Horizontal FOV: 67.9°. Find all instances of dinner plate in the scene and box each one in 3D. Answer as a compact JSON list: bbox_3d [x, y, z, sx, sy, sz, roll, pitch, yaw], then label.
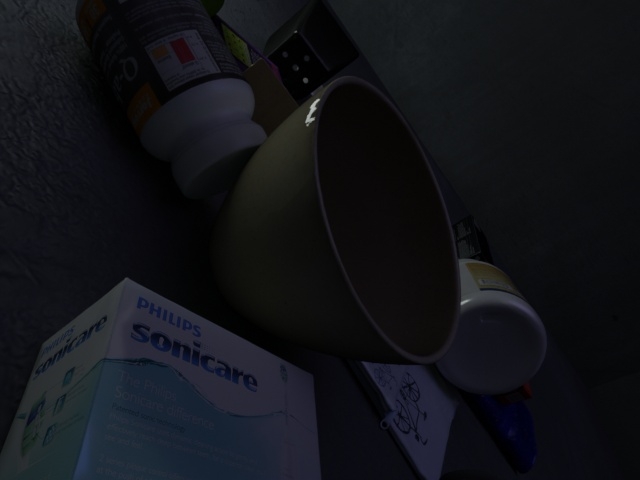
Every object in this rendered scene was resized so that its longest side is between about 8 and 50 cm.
[{"bbox_3d":[-0.020,-0.476,1.455,0.141,0.017,0.141,41,29,-29],"label":"dinner plate"}]

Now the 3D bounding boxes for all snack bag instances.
[{"bbox_3d":[0.157,0.244,0.896,0.342,0.037,0.323,59,24,2],"label":"snack bag"}]

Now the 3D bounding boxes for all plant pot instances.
[{"bbox_3d":[-0.042,-0.476,1.233,0.187,0.188,0.167,48,39,-21],"label":"plant pot"}]

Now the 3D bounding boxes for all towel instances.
[{"bbox_3d":[0.453,0.399,1.221,0.308,0.076,0.227,54,23,-7],"label":"towel"}]

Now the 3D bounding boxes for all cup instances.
[{"bbox_3d":[0.000,0.000,0.602,0.331,0.237,0.331,29,52,-47],"label":"cup"}]

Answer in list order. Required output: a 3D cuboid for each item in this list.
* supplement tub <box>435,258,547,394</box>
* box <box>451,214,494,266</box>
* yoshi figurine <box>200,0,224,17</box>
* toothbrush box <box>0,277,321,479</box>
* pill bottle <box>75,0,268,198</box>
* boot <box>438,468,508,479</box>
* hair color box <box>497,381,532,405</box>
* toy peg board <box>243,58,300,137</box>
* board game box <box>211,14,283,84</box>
[{"bbox_3d":[0.355,0.176,1.088,0.228,0.228,0.316,54,15,-7],"label":"supplement tub"},{"bbox_3d":[0.403,0.053,1.412,0.103,0.184,0.261,53,24,-15],"label":"box"},{"bbox_3d":[-0.303,-0.552,0.882,0.362,0.203,0.203,34,-10,-16],"label":"yoshi figurine"},{"bbox_3d":[-0.106,0.208,0.327,0.216,0.126,0.295,37,32,-36],"label":"toothbrush box"},{"bbox_3d":[-0.186,-0.206,0.628,0.278,0.162,0.162,60,24,6],"label":"pill bottle"},{"bbox_3d":[0.249,0.572,0.566,0.367,0.146,0.445,54,28,-7],"label":"boot"},{"bbox_3d":[0.470,0.329,1.176,0.043,0.072,0.141,46,31,-20],"label":"hair color box"},{"bbox_3d":[-0.103,-0.177,0.775,0.160,0.161,0.079,52,10,-13],"label":"toy peg board"},{"bbox_3d":[-0.132,-0.290,0.980,0.208,0.056,0.347,22,42,-46],"label":"board game box"}]
